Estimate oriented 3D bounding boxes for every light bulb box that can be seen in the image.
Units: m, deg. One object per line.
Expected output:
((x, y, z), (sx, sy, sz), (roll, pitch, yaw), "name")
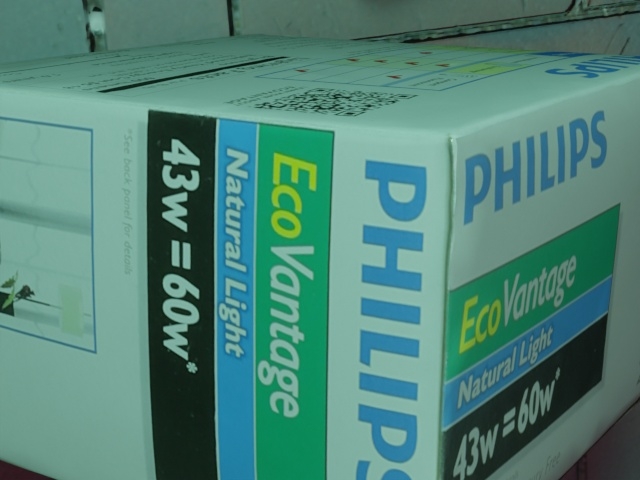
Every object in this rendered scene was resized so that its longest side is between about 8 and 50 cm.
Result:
((0.000, 0.000, 0.700), (0.358, 0.361, 0.225), (-21, 116, -53), "light bulb box")
